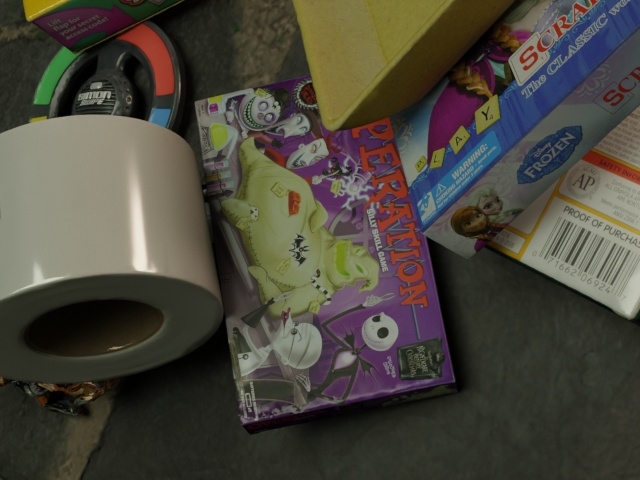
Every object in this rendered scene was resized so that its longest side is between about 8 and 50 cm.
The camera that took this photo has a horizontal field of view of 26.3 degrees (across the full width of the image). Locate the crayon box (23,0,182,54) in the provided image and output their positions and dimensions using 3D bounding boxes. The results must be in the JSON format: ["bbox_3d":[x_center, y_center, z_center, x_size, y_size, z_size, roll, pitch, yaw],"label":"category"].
[{"bbox_3d":[-0.185,-0.432,1.568,0.363,0.106,0.313,-23,65,18],"label":"crayon box"}]

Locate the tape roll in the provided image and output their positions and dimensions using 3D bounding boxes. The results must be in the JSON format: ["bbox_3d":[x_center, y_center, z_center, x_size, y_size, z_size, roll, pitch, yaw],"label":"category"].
[{"bbox_3d":[-0.225,0.014,1.309,0.246,0.246,0.169,-25,60,25],"label":"tape roll"}]

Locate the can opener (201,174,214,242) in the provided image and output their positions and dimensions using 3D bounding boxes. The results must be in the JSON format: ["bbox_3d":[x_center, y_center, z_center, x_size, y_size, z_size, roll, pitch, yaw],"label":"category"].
[{"bbox_3d":[-0.163,-0.030,1.489,0.280,0.074,0.093,-7,39,29],"label":"can opener"}]

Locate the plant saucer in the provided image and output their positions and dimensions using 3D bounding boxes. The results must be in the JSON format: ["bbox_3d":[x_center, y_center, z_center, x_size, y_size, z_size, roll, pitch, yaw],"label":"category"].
[{"bbox_3d":[0.113,-0.286,1.236,0.333,0.081,0.332,-46,33,26],"label":"plant saucer"}]

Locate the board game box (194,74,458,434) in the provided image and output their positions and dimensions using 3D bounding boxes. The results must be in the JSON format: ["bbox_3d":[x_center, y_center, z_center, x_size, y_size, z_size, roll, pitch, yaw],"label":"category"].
[{"bbox_3d":[0.000,0.000,1.337,0.208,0.056,0.346,-11,68,2],"label":"board game box"}]

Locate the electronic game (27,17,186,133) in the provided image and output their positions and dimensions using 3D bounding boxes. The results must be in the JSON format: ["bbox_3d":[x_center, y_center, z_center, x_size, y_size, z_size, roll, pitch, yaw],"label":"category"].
[{"bbox_3d":[-0.250,-0.153,1.583,0.229,0.048,0.229,-10,71,31],"label":"electronic game"}]

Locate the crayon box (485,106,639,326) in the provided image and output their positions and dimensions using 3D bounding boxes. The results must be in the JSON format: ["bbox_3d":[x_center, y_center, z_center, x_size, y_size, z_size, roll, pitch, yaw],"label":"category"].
[{"bbox_3d":[0.280,-0.106,1.207,0.203,0.083,0.323,30,93,36],"label":"crayon box"}]

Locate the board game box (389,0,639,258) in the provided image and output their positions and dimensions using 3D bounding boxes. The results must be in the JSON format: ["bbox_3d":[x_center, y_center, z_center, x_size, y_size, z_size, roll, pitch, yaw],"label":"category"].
[{"bbox_3d":[0.183,-0.198,1.207,0.319,0.066,0.318,-45,35,27],"label":"board game box"}]

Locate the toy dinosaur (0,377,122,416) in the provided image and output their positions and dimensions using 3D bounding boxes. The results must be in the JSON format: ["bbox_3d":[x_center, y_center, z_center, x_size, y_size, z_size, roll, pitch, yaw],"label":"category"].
[{"bbox_3d":[-0.350,0.095,1.509,0.322,0.164,0.218,-3,116,25],"label":"toy dinosaur"}]

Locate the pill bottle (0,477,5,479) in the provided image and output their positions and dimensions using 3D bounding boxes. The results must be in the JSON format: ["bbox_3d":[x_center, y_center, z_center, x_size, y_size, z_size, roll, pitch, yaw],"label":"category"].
[{"bbox_3d":[-0.435,0.369,1.493,0.136,0.136,0.245,25,90,35],"label":"pill bottle"}]
